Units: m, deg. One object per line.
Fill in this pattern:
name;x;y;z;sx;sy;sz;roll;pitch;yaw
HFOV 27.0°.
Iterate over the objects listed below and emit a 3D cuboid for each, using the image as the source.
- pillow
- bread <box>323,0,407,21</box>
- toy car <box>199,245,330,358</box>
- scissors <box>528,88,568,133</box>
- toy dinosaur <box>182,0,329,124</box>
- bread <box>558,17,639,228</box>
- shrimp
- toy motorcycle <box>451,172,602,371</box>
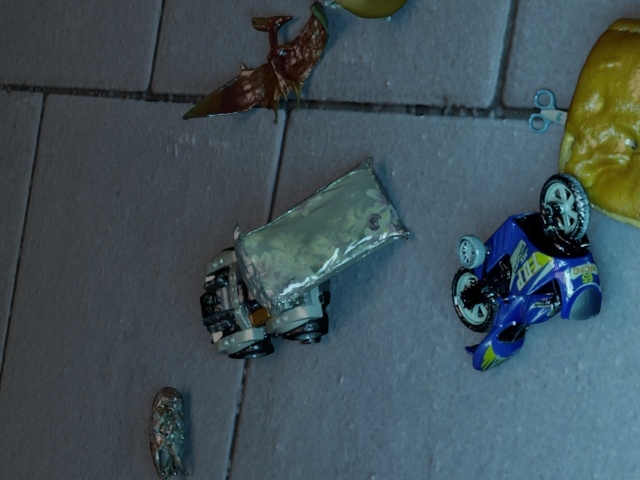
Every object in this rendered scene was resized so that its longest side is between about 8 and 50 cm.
pillow;0.000;0.000;1.954;0.255;0.059;0.169;-29;59;2
bread;0.099;-0.439;1.931;0.107;0.136;0.241;56;127;40
toy car;-0.094;0.086;2.113;0.301;0.118;0.193;-22;72;47
scissors;0.305;-0.158;1.694;0.119;0.014;0.058;26;105;56
toy dinosaur;-0.085;-0.294;2.178;0.327;0.112;0.207;3;86;52
bread;0.372;-0.135;1.525;0.210;0.099;0.235;27;106;53
shrimp;-0.265;0.353;2.337;0.073;0.074;0.190;-10;69;33
toy motorcycle;0.255;0.055;1.634;0.315;0.113;0.169;-53;53;51
